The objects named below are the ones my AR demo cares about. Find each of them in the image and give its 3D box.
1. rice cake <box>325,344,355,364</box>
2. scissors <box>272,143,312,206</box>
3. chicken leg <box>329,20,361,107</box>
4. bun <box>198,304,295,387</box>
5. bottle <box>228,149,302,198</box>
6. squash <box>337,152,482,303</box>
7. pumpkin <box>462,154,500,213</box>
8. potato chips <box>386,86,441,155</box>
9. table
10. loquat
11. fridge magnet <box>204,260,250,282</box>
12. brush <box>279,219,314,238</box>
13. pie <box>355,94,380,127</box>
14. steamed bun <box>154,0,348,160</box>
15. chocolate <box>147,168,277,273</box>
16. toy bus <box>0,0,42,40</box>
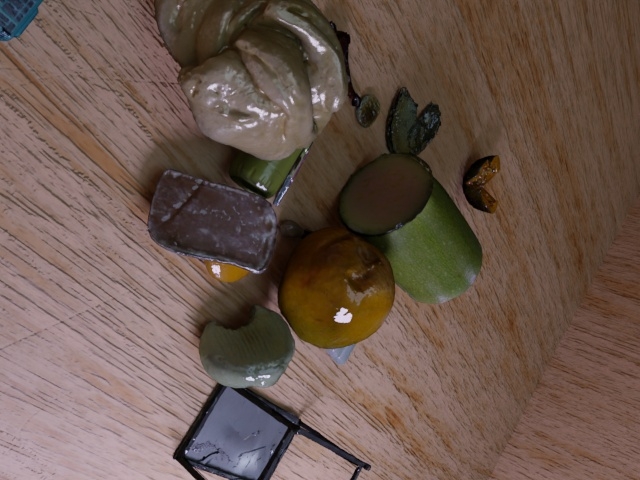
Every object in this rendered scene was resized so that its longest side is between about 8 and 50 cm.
[{"bbox_3d":[0.065,0.204,1.533,0.198,0.037,0.189,-51,129,-20],"label":"rice cake"},{"bbox_3d":[-0.057,-0.160,1.293,0.020,0.133,0.187,29,94,-4],"label":"scissors"},{"bbox_3d":[0.049,-0.401,1.340,0.089,0.048,0.219,-36,127,-28],"label":"chicken leg"},{"bbox_3d":[-0.164,0.244,1.281,0.212,0.204,0.127,5,131,-13],"label":"bun"},{"bbox_3d":[-0.087,-0.220,1.220,0.112,0.112,0.260,41,74,-45],"label":"bottle"},{"bbox_3d":[0.247,-0.023,1.519,0.384,0.263,0.263,45,72,-44],"label":"squash"},{"bbox_3d":[0.512,-0.182,1.842,0.119,0.107,0.184,4,93,-53],"label":"pumpkin"},{"bbox_3d":[0.259,-0.322,1.600,0.219,0.029,0.202,-11,112,-40],"label":"potato chips"},{"bbox_3d":[-0.104,0.519,1.341,0.335,0.272,0.222,45,71,-44],"label":"table"},{"bbox_3d":[0.031,0.117,1.331,0.276,0.276,0.284,18,123,-47],"label":"loquat"},{"bbox_3d":[-0.189,0.021,1.235,0.143,0.063,0.143,-17,116,-39],"label":"fridge magnet"},{"bbox_3d":[0.000,0.000,1.446,0.299,0.039,0.042,21,92,-50],"label":"brush"},{"bbox_3d":[0.121,-0.328,1.459,0.084,0.020,0.084,-18,116,-40],"label":"pie"},{"bbox_3d":[-0.108,-0.336,1.032,0.324,0.230,0.372,-16,94,-36],"label":"steamed bun"},{"bbox_3d":[-0.215,-0.030,1.138,0.253,0.080,0.157,16,74,-24],"label":"chocolate"},{"bbox_3d":[-0.447,-0.366,0.830,0.092,0.079,0.160,44,70,-45],"label":"toy bus"}]
